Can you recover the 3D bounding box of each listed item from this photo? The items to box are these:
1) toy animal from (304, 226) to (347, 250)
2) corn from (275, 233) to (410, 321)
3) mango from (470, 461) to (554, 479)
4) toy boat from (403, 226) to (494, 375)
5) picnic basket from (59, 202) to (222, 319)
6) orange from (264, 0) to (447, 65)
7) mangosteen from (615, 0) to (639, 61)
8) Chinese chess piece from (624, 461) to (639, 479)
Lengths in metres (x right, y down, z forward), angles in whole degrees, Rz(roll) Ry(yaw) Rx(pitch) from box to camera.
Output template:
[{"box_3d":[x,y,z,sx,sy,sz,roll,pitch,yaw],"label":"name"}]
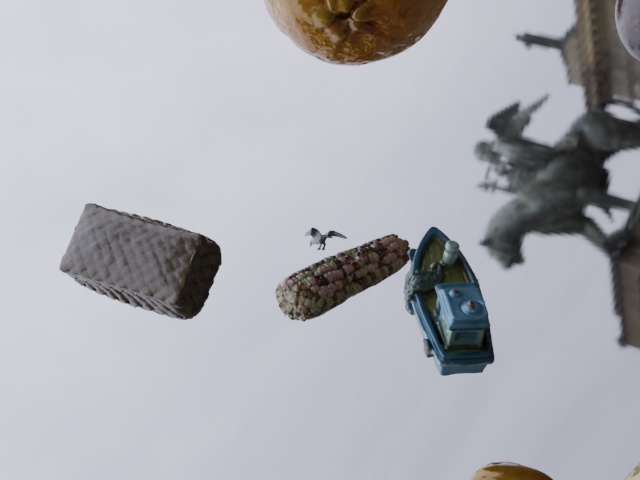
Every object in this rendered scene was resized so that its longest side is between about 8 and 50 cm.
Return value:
[{"box_3d":[0.000,0.001,1.797,0.084,0.028,0.050,9,-43,-46],"label":"toy animal"},{"box_3d":[0.042,0.065,2.063,0.280,0.092,0.092,-25,-51,-30],"label":"corn"},{"box_3d":[0.242,0.306,1.396,0.080,0.114,0.060,92,-162,-81],"label":"mango"},{"box_3d":[0.173,0.070,1.538,0.238,0.109,0.098,-102,13,-49],"label":"toy boat"},{"box_3d":[-0.216,0.021,1.340,0.110,0.193,0.055,-69,-23,-14],"label":"picnic basket"},{"box_3d":[0.059,-0.458,1.952,0.341,0.340,0.293,71,-161,-47],"label":"orange"},{"box_3d":[0.439,-0.293,1.368,0.172,0.172,0.184,5,-101,-59],"label":"mangosteen"},{"box_3d":[0.482,0.417,1.530,0.338,0.140,0.338,-27,-45,-32],"label":"Chinese chess piece"}]
